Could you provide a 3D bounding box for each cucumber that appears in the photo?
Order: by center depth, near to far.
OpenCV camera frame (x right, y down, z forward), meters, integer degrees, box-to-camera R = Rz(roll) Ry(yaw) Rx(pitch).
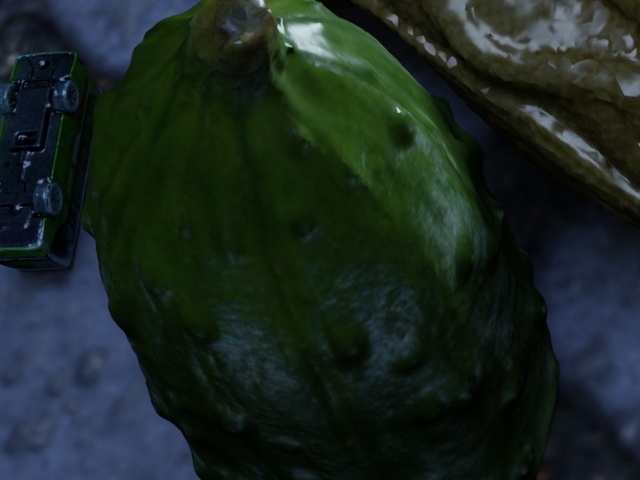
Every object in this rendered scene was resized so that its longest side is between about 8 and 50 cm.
[{"bbox_3d":[-0.003,0.000,0.535,0.134,0.244,0.134,-5,63,9],"label":"cucumber"}]

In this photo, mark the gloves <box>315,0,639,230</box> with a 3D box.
[{"bbox_3d":[0.057,-0.142,0.631,0.203,0.155,0.356,-34,49,-21],"label":"gloves"}]

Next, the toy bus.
[{"bbox_3d":[-0.105,-0.029,0.700,0.031,0.037,0.083,-1,64,17],"label":"toy bus"}]
